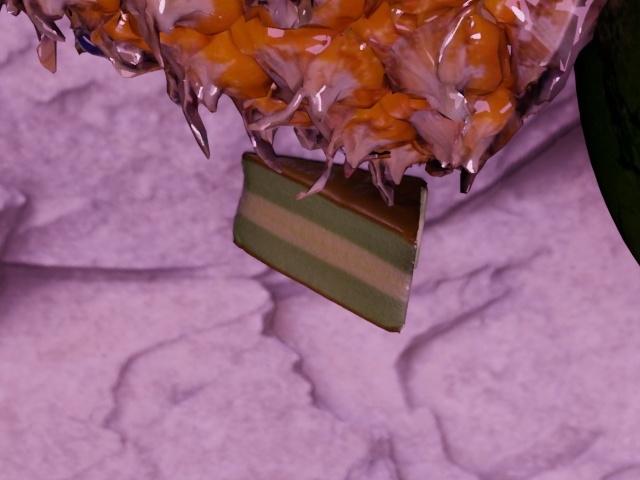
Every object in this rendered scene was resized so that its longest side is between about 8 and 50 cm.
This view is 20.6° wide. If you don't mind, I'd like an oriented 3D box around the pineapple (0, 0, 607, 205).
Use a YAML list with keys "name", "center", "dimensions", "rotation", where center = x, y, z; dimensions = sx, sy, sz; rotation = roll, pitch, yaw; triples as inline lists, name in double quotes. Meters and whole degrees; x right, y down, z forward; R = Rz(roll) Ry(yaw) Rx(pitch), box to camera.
- name: "pineapple"
  center: [-0.022, -0.199, 0.755]
  dimensions: [0.300, 0.352, 0.352]
  rotation: [18, 121, -6]

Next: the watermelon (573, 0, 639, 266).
- name: "watermelon"
  center: [0.291, -0.070, 0.780]
  dimensions: [0.363, 0.363, 0.363]
  rotation: [5, 120, 8]

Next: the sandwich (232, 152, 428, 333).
- name: "sandwich"
  center: [0.000, 0.000, 1.028]
  dimensions: [0.116, 0.074, 0.074]
  rotation: [10, 120, 5]
